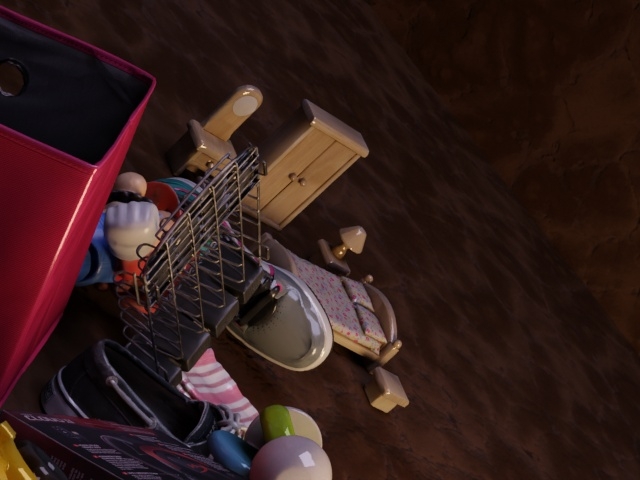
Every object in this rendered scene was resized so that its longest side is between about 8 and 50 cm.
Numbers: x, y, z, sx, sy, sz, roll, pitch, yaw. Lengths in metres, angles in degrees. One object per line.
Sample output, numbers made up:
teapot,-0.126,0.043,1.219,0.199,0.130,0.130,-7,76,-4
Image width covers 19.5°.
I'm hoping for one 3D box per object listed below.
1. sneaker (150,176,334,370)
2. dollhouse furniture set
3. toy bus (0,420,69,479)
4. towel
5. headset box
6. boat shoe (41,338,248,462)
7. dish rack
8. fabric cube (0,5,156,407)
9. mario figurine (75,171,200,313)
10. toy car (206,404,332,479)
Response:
sneaker,-0.118,0.039,2.125,0.295,0.124,0.178,43,14,12
dollhouse furniture set,0.000,0.000,2.378,0.303,0.174,0.355,28,27,-42
toy bus,-0.286,0.184,1.373,0.220,0.149,0.211,48,-7,-3
towel,-0.088,0.191,1.989,0.197,0.029,0.144,47,9,12
headset box,-0.141,0.243,1.580,0.293,0.110,0.218,23,4,34
boat shoe,-0.126,0.203,1.831,0.306,0.105,0.113,41,21,-17
dish rack,-0.131,0.025,1.842,0.074,0.208,0.271,29,-30,17
fabric cube,-0.317,-0.044,1.577,0.254,0.258,0.259,23,22,-2
mario figurine,-0.241,-0.021,1.915,0.198,0.170,0.320,44,22,22
toy car,-0.057,0.246,1.736,0.159,0.136,0.182,-113,-164,-77
